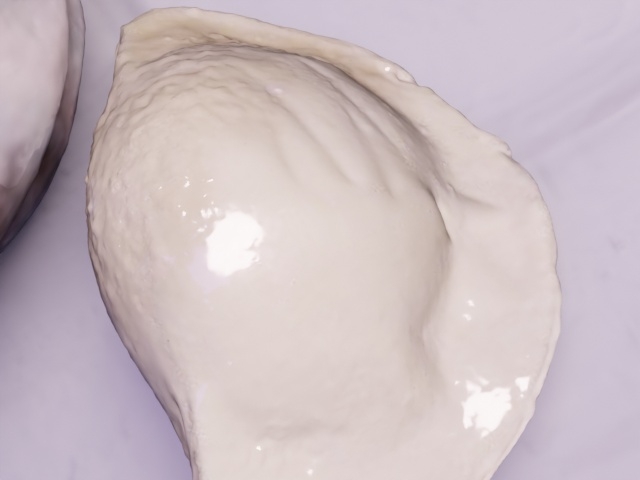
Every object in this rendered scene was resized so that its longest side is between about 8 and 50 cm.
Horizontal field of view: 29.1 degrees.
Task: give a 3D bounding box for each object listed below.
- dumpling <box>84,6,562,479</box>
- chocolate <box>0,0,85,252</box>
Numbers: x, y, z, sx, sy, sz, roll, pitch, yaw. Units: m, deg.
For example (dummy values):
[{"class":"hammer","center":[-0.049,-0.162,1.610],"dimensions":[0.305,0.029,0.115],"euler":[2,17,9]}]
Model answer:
[{"class":"dumpling","center":[-0.001,-0.004,0.453],"dimensions":[0.166,0.216,0.126],"euler":[-10,128,-13]},{"class":"chocolate","center":[-0.212,-0.091,0.465],"dimensions":[0.303,0.213,0.303],"euler":[25,133,30]}]
